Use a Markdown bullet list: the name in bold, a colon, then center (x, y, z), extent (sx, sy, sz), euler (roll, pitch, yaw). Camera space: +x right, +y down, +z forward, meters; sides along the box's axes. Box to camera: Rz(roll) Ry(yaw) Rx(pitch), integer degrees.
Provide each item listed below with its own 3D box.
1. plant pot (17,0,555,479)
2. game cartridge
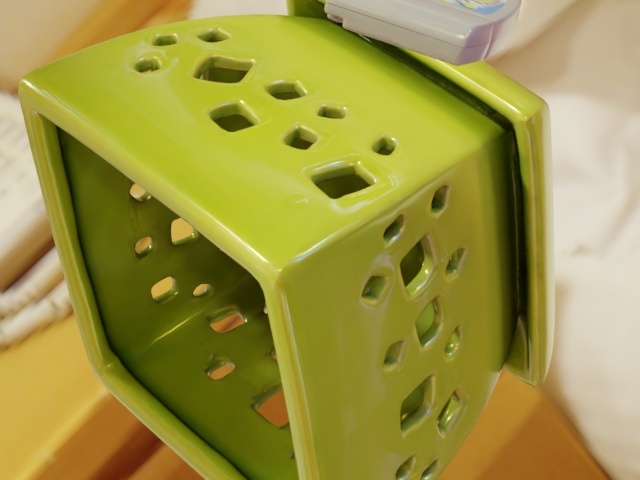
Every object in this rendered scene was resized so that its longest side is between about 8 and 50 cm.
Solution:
- **plant pot**: center (0.000, 0.000, 1.048), extent (0.207, 0.228, 0.227), euler (-32, 46, -26)
- **game cartridge**: center (0.038, -0.079, 0.656), extent (0.083, 0.056, 0.017), euler (-50, -19, -66)
